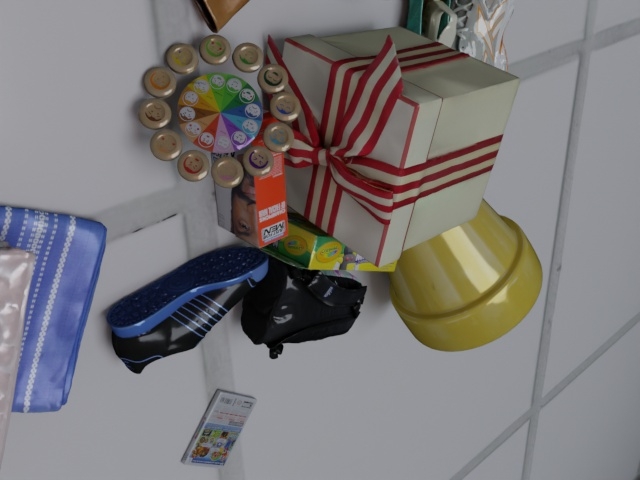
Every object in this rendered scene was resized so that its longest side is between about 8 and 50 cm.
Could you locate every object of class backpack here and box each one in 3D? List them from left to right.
[{"bbox_3d":[-0.020,0.081,1.067,0.182,0.115,0.152,2,123,-44],"label":"backpack"}]

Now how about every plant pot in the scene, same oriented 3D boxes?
[{"bbox_3d":[0.202,0.013,1.191,0.254,0.254,0.239,-48,121,-18],"label":"plant pot"}]

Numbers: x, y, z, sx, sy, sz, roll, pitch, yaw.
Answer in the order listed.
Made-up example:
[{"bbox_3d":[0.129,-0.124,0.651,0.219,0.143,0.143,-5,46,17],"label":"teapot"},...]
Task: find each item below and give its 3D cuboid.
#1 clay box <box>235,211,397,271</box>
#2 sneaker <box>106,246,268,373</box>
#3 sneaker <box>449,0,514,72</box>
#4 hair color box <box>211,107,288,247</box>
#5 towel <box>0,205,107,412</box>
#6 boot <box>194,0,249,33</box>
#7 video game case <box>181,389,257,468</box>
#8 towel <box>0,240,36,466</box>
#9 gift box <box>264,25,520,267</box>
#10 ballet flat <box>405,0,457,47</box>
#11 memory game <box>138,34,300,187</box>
[{"bbox_3d":[0.000,0.000,1.039,0.222,0.127,0.053,5,104,-48],"label":"clay box"},{"bbox_3d":[-0.166,0.088,0.951,0.232,0.081,0.090,-26,130,-28],"label":"sneaker"},{"bbox_3d":[0.236,-0.340,1.147,0.121,0.099,0.262,-29,127,-29],"label":"sneaker"},{"bbox_3d":[-0.092,-0.086,0.924,0.053,0.093,0.167,-26,126,-35],"label":"hair color box"},{"bbox_3d":[-0.389,0.076,0.734,0.336,0.040,0.243,9,102,-48],"label":"towel"},{"bbox_3d":[-0.026,-0.341,0.865,0.280,0.096,0.264,-47,137,-18],"label":"boot"},{"bbox_3d":[-0.154,0.291,1.111,0.087,0.011,0.122,28,87,-50],"label":"video game case"},{"bbox_3d":[-0.446,0.147,0.650,0.332,0.053,0.316,4,103,-46],"label":"towel"},{"bbox_3d":[0.073,-0.155,0.951,0.258,0.255,0.276,-23,131,-40],"label":"gift box"},{"bbox_3d":[0.174,-0.357,1.074,0.083,0.087,0.247,-17,121,-41],"label":"ballet flat"},{"bbox_3d":[-0.116,-0.150,0.832,0.186,0.186,0.012,-52,-178,-14],"label":"memory game"}]
